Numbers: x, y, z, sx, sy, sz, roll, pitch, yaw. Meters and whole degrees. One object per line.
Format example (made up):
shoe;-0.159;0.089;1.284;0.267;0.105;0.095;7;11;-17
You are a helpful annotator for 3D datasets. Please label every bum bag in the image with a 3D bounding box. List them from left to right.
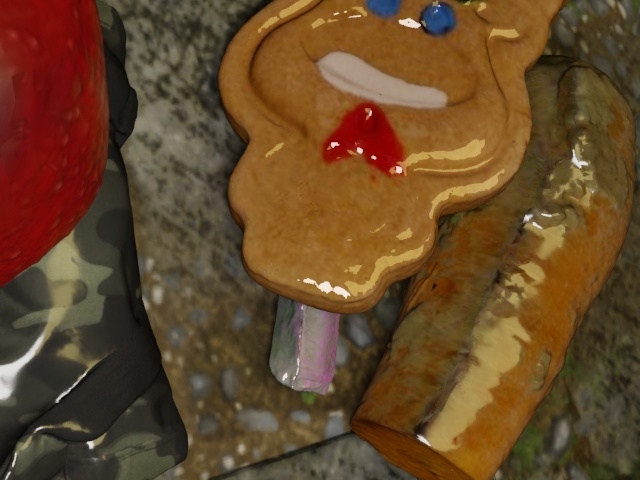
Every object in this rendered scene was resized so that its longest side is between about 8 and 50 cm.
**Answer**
bum bag;-0.154;-0.010;0.963;0.144;0.095;0.340;-1;77;-47

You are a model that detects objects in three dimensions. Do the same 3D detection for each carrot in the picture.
carrot;0.124;0.019;1.150;0.139;0.139;0.302;34;70;-27

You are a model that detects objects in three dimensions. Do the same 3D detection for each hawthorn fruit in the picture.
hawthorn fruit;-0.193;-0.092;0.790;0.210;0.266;0.230;-7;65;-32

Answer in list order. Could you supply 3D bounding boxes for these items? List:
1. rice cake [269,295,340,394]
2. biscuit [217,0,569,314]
rice cake;0.000;0.000;1.113;0.047;0.036;0.206;24;66;-36
biscuit;0.044;-0.108;1.104;0.202;0.047;0.334;21;66;4
